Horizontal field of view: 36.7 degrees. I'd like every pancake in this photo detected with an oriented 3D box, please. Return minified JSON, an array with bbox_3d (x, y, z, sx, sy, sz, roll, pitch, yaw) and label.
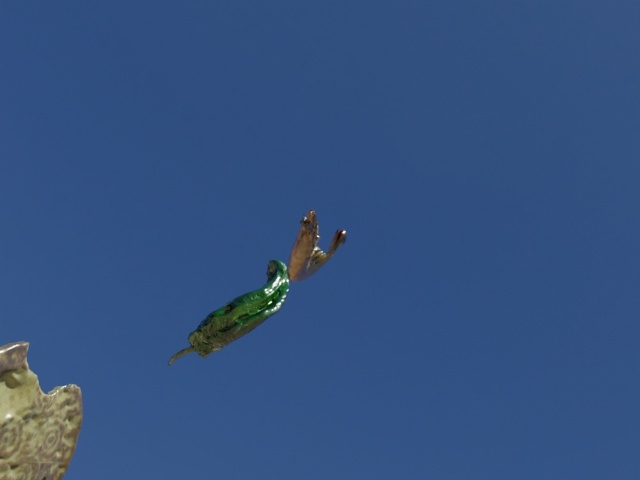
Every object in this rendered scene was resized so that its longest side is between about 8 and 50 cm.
[{"bbox_3d":[-0.346,0.221,1.049,0.029,0.212,0.235,16,-33,28],"label":"pancake"}]

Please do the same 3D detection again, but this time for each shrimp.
[{"bbox_3d":[0.001,0.001,1.593,0.034,0.124,0.178,44,-38,28],"label":"shrimp"}]

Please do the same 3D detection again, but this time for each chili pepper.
[{"bbox_3d":[-0.156,0.133,1.708,0.279,0.122,0.065,-37,-73,-14],"label":"chili pepper"}]
